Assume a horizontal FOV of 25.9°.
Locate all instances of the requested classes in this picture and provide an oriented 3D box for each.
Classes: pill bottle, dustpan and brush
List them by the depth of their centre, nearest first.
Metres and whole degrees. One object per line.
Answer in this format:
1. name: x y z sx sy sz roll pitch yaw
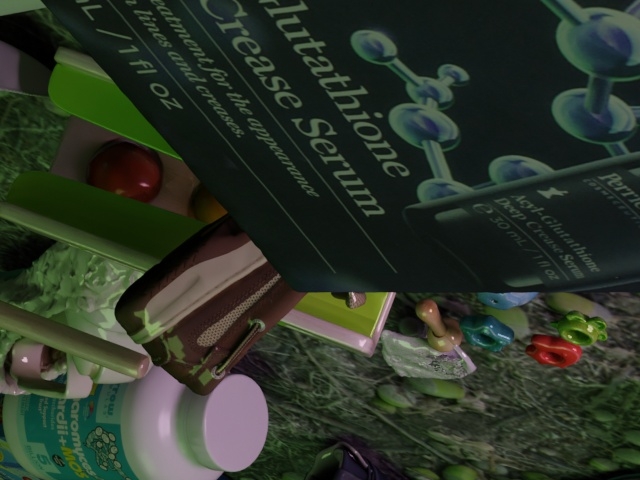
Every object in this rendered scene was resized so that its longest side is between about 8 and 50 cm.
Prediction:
1. dustpan and brush: -0.270 -0.118 0.943 0.147 0.060 0.211 7 169 5
2. pill bottle: -0.180 0.174 1.379 0.264 0.146 0.146 -3 142 38

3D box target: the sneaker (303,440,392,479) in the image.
1. sneaker: 0.084 0.281 1.432 0.226 0.086 0.163 4 149 33

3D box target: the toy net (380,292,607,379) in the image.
1. toy net: 0.127 0.065 1.081 0.122 0.045 0.232 27 153 -10

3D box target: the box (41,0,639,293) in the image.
1. box: 0.105 -0.142 0.568 0.395 0.212 0.293 -2 142 37

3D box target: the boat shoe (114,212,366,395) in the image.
1. boat shoe: -0.001 -0.001 0.867 0.095 0.257 0.095 52 -176 -10

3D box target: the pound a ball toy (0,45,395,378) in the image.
1. pound a ball toy: -0.106 0.006 0.976 0.319 0.208 0.136 19 176 5

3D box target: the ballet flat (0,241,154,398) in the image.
1. ballet flat: -0.195 0.069 1.216 0.147 0.147 0.409 35 152 -21

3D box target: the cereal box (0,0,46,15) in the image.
1. cereal box: -0.263 -0.211 0.884 0.240 0.047 0.173 -3 144 39

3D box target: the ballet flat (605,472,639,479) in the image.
1. ballet flat: 0.260 0.260 1.292 0.070 0.070 0.188 34 149 -19

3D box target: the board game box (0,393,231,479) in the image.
1. board game box: -0.288 0.281 1.700 0.302 0.086 0.308 -12 136 46
